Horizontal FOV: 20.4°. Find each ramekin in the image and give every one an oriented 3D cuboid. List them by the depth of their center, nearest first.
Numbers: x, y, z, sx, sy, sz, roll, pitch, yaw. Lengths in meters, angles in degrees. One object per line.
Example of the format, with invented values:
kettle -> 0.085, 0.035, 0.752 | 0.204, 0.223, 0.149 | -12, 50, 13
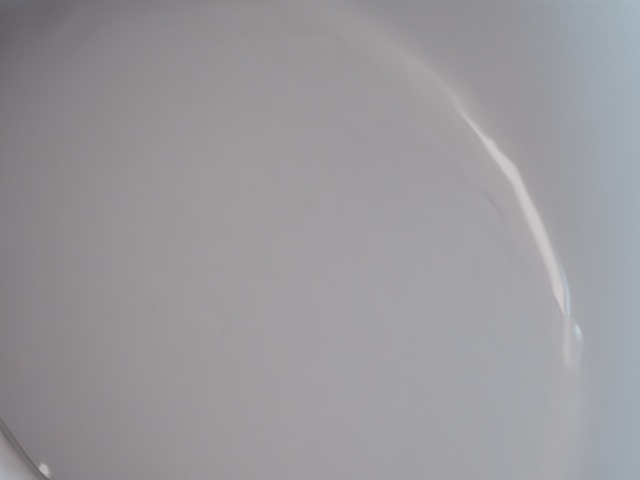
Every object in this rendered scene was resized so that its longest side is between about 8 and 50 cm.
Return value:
ramekin -> 0.000, 0.000, 0.446 | 0.277, 0.135, 0.277 | 12, 63, -23
